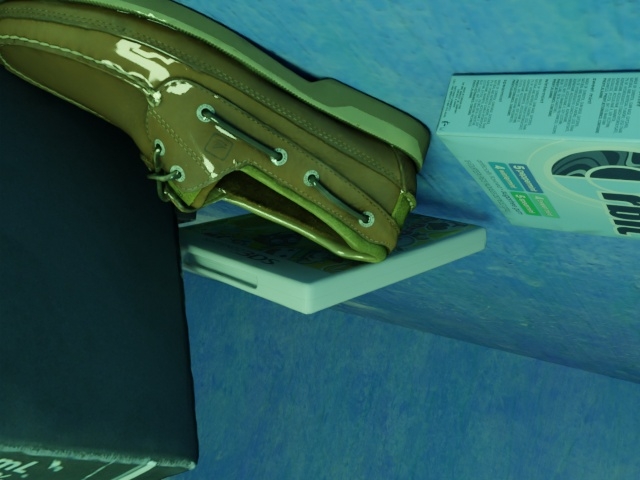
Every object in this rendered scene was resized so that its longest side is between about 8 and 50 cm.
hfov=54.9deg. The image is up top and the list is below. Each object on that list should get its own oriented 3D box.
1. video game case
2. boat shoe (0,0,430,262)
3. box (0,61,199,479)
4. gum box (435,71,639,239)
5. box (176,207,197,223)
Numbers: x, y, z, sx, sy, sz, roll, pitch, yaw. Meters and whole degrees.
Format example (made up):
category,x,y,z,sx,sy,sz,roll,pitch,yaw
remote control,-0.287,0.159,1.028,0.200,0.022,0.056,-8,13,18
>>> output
category,x,y,z,sx,sy,sz,roll,pitch,yaw
video game case,0.000,0.000,0.554,0.227,0.026,0.206,-14,-159,-43
boat shoe,-0.074,-0.072,0.408,0.307,0.104,0.111,18,170,-9
box,-0.418,0.051,0.381,0.471,0.297,0.480,-29,146,22
gum box,0.182,-0.041,0.352,0.184,0.041,0.157,10,168,36
box,-0.325,-0.066,0.719,0.307,0.077,0.242,6,176,-28
